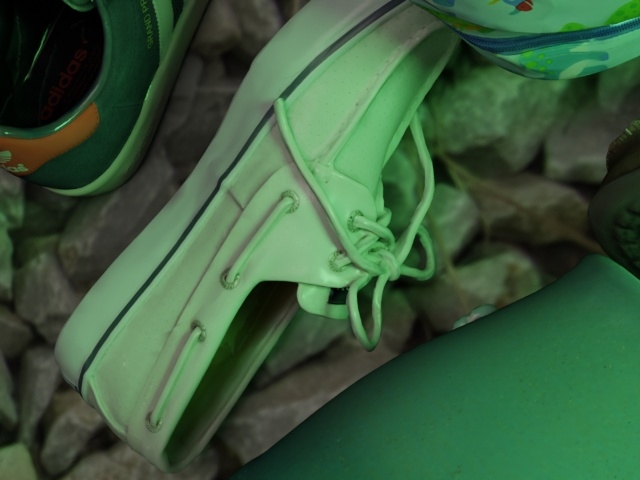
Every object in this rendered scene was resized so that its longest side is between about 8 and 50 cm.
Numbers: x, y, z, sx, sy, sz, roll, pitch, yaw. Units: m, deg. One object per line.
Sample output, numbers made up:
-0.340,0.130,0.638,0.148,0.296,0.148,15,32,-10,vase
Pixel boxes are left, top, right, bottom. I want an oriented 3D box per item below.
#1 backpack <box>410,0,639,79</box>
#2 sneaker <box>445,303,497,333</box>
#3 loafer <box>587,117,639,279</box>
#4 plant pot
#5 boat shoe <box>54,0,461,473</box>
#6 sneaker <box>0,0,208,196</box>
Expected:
0.176,-0.243,0.727,0.355,0.273,0.290,-30,72,-28,backpack
0.093,0.092,0.862,0.069,0.038,0.098,41,110,22,sneaker
0.310,-0.085,0.753,0.366,0.134,0.130,-23,44,14,loafer
0.109,0.153,0.731,0.255,0.271,0.272,-43,68,2,plant pot
-0.005,0.000,0.863,0.367,0.136,0.156,-49,67,13,boat shoe
-0.140,-0.203,0.943,0.131,0.148,0.350,15,89,25,sneaker
